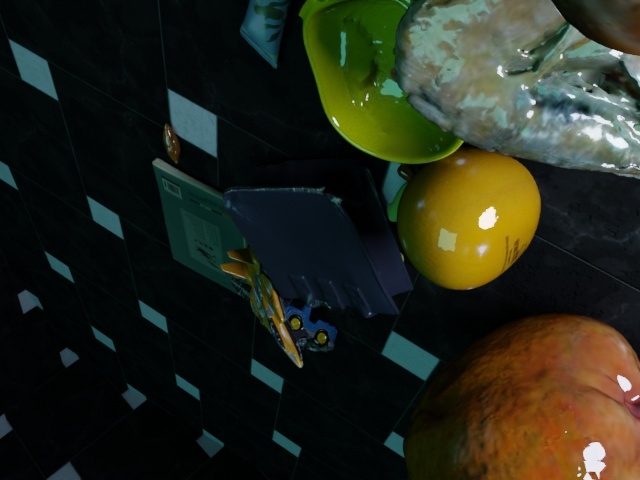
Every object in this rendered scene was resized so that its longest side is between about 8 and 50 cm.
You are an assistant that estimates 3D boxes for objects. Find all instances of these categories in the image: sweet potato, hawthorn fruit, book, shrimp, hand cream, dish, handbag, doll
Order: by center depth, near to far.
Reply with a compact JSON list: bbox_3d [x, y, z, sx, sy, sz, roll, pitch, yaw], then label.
[{"bbox_3d":[0.294,-0.162,0.652,0.445,0.110,0.221,18,136,-1],"label":"shrimp"},{"bbox_3d":[0.100,-0.236,0.818,0.221,0.108,0.262,6,137,40],"label":"dish"},{"bbox_3d":[0.186,-0.046,0.895,0.236,0.213,0.213,38,150,31],"label":"doll"},{"bbox_3d":[-0.066,-0.357,0.896,0.088,0.055,0.256,42,154,3],"label":"hand cream"},{"bbox_3d":[0.343,0.347,0.978,0.471,0.472,0.472,25,145,20],"label":"hawthorn fruit"},{"bbox_3d":[0.000,0.000,1.186,0.303,0.122,0.329,4,133,40],"label":"handbag"},{"bbox_3d":[-0.321,-0.211,1.325,0.034,0.034,0.095,18,131,29],"label":"sweet potato"},{"bbox_3d":[-0.285,-0.014,1.525,0.264,0.031,0.379,28,146,16],"label":"book"}]

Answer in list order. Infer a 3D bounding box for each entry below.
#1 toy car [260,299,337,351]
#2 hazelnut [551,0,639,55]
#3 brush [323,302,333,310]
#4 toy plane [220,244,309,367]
[{"bbox_3d":[-0.045,0.201,1.503,0.191,0.100,0.097,32,152,-27],"label":"toy car"},{"bbox_3d":[0.283,-0.295,0.378,0.372,0.372,0.315,61,170,-30],"label":"hazelnut"},{"bbox_3d":[-0.045,0.103,1.447,0.193,0.016,0.063,36,148,4],"label":"brush"},{"bbox_3d":[-0.102,0.142,1.378,0.316,0.103,0.204,53,134,22],"label":"toy plane"}]
